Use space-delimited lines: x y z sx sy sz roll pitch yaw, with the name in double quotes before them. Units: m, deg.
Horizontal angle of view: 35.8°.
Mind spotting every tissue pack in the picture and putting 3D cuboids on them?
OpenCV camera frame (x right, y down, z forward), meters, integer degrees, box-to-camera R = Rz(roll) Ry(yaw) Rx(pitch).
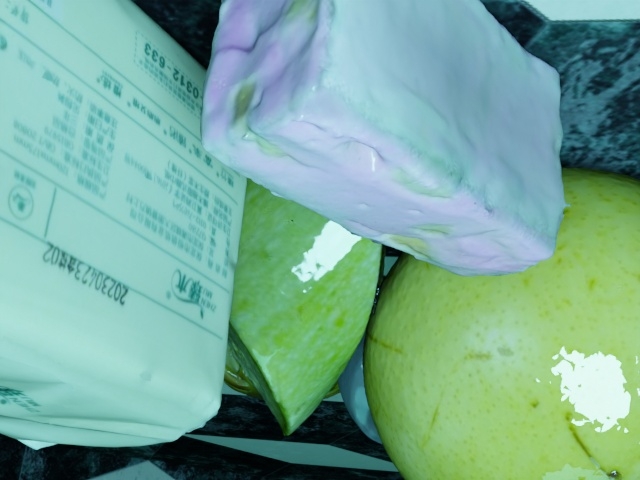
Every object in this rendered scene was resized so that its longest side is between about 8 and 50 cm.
"tissue pack" -0.224 -0.041 0.652 0.207 0.297 0.380 -9 152 26

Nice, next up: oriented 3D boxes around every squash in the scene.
"squash" -0.027 0.025 0.846 0.155 0.237 0.204 -34 175 -12

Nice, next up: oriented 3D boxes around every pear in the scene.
"pear" 0.205 0.105 0.841 0.348 0.349 0.348 6 158 2

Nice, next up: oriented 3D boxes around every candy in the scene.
"candy" 0.050 -0.085 0.648 0.115 0.156 0.265 -16 149 38

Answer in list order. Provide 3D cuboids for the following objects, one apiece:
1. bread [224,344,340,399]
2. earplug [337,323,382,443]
"bread" -0.051 0.179 1.417 0.213 0.105 0.213 3 160 1
"earplug" 0.145 0.130 1.173 0.214 0.175 0.325 13 149 -31
